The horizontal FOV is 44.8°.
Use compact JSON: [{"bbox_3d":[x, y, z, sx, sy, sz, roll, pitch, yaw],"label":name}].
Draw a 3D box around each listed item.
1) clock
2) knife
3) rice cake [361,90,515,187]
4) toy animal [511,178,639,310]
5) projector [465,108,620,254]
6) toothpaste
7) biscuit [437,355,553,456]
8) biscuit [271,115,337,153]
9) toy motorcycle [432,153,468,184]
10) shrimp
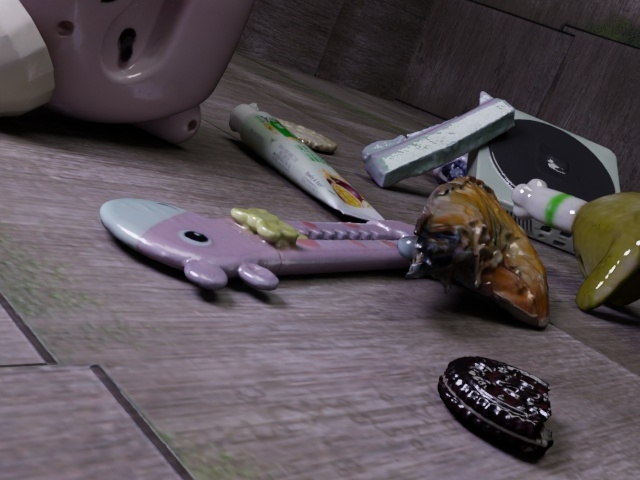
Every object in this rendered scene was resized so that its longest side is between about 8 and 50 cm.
[{"bbox_3d":[-0.209,-0.264,0.747,0.184,0.342,0.326,22,5,25],"label":"clock"},{"bbox_3d":[0.000,-0.001,0.650,0.132,0.038,0.399,34,18,32],"label":"knife"},{"bbox_3d":[0.186,-0.158,1.202,0.290,0.051,0.081,-28,59,-27],"label":"rice cake"},{"bbox_3d":[0.378,0.020,0.905,0.181,0.180,0.363,22,-10,-25],"label":"toy animal"},{"bbox_3d":[0.363,-0.096,1.276,0.257,0.079,0.259,21,44,-5],"label":"projector"},{"bbox_3d":[-0.029,-0.093,0.938,0.058,0.056,0.314,-29,41,-17],"label":"toothpaste"},{"bbox_3d":[0.113,0.098,0.471,0.089,0.027,0.087,11,17,-37],"label":"biscuit"},{"bbox_3d":[-0.041,-0.177,1.271,0.152,0.020,0.152,21,14,-5],"label":"biscuit"},{"bbox_3d":[0.279,-0.144,1.434,0.239,0.108,0.204,6,21,-47],"label":"toy motorcycle"},{"bbox_3d":[0.148,0.018,0.703,0.164,0.062,0.317,51,24,10],"label":"shrimp"}]
